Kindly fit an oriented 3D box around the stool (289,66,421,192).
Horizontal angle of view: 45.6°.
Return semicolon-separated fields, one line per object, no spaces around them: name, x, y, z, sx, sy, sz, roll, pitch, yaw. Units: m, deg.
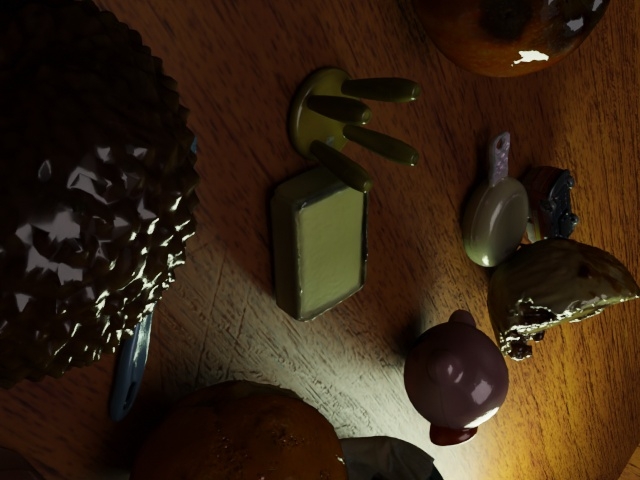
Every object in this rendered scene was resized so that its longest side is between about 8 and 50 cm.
stool;0.039;-0.128;0.850;0.135;0.110;0.134;30;86;-54

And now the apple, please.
apple;0.226;-0.308;0.886;0.230;0.230;0.229;-27;129;-38

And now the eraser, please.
eraser;0.000;0.000;0.914;0.117;0.058;0.172;-27;131;-33

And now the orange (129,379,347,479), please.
orange;-0.088;0.266;0.826;0.240;0.240;0.240;-27;129;-38

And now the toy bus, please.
toy bus;0.399;-0.059;1.336;0.079;0.077;0.174;-48;139;-20

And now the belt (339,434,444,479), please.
belt;0.006;0.456;0.985;0.436;0.300;0.173;-47;141;-36

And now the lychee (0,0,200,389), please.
lychee;-0.207;-0.024;0.518;0.267;0.267;0.267;-27;129;-38

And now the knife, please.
knife;-0.169;0.044;0.781;0.044;0.019;0.312;-3;112;-57

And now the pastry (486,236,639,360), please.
pastry;0.389;0.076;1.279;0.237;0.170;0.256;-23;160;0

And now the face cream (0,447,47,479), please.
face cream;-0.301;0.276;0.684;0.149;0.104;0.149;-27;129;-39

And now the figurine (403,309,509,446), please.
figurine;0.212;0.211;1.199;0.173;0.173;0.173;-27;129;-38

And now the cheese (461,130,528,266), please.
cheese;0.279;-0.067;1.205;0.137;0.064;0.227;-34;132;-35
